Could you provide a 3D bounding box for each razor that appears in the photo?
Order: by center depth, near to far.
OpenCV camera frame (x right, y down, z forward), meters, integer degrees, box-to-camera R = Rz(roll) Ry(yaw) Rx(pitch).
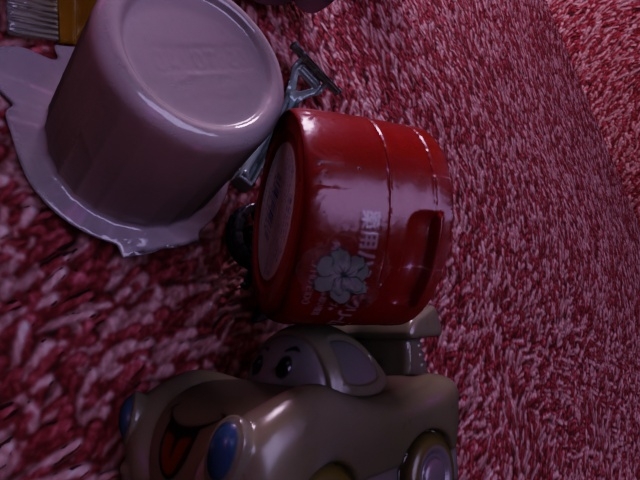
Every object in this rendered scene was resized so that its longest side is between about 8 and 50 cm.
[{"bbox_3d":[-0.065,-0.186,0.709,0.111,0.056,0.277,41,60,-25],"label":"razor"}]

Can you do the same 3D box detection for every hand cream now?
[{"bbox_3d":[0.017,-0.021,0.476,0.150,0.230,0.230,7,71,-16],"label":"hand cream"}]

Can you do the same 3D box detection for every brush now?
[{"bbox_3d":[-0.245,-0.293,0.568,0.272,0.013,0.103,-20,131,-50],"label":"brush"}]

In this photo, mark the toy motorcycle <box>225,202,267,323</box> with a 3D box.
[{"bbox_3d":[0.000,0.000,0.667,0.307,0.108,0.173,-24,98,-42],"label":"toy motorcycle"}]

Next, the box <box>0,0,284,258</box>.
[{"bbox_3d":[-0.179,-0.155,0.470,0.291,0.206,0.262,38,53,-22],"label":"box"}]

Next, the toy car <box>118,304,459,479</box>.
[{"bbox_3d":[-0.016,0.181,0.495,0.336,0.242,0.226,11,75,-42],"label":"toy car"}]

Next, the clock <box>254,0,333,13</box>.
[{"bbox_3d":[-0.097,-0.546,0.723,0.296,0.113,0.322,-14,96,-37],"label":"clock"}]
